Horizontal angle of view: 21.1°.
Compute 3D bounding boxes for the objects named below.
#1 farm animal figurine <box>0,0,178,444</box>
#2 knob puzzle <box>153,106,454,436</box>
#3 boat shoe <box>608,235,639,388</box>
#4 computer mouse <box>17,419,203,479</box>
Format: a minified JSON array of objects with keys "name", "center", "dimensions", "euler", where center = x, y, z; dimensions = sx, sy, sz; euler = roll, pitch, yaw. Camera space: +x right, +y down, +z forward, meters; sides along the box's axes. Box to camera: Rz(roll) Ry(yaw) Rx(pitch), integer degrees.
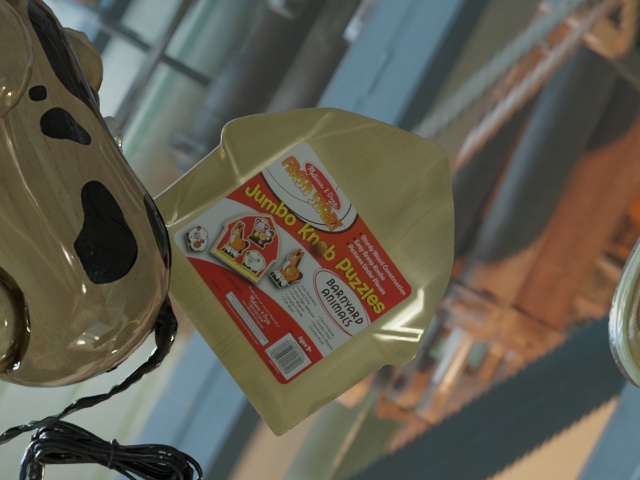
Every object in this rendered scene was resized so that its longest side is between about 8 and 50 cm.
[{"name":"farm animal figurine","center":[-0.147,-0.071,0.617],"dimensions":[0.330,0.172,0.327],"euler":[-88,-25,-62]},{"name":"knob puzzle","center":[0.000,0.000,1.099],"dimensions":[0.213,0.213,0.030],"euler":[29,-176,-6]},{"name":"boat shoe","center":[0.203,-0.007,0.776],"dimensions":[0.072,0.190,0.068],"euler":[2,136,54]},{"name":"computer mouse","center":[-0.210,0.289,1.620],"dimensions":[0.184,0.262,0.060],"euler":[15,-145,13]}]
